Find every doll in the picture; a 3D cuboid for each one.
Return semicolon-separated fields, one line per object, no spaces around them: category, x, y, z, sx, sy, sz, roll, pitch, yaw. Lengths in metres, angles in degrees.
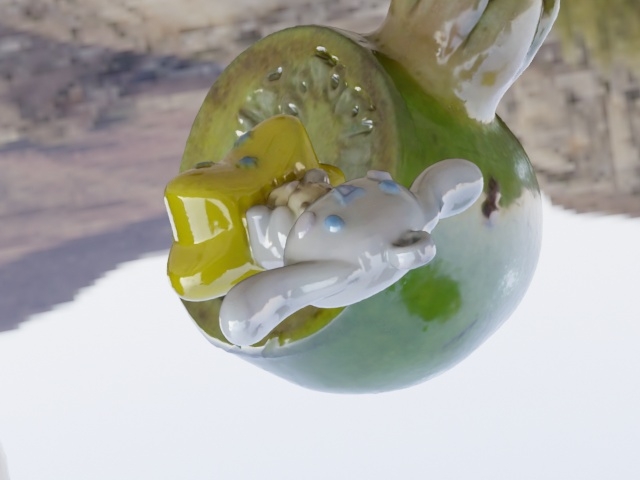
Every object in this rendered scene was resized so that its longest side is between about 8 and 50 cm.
doll;-0.005;0.003;0.738;0.113;0.071;0.135;-1;-153;22

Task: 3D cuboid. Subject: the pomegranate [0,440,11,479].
pomegranate;-0.324;0.150;0.771;0.416;0.417;0.416;-9;-173;1

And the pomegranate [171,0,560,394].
pomegranate;0.037;-0.037;0.997;0.159;0.241;0.190;14;174;-41
